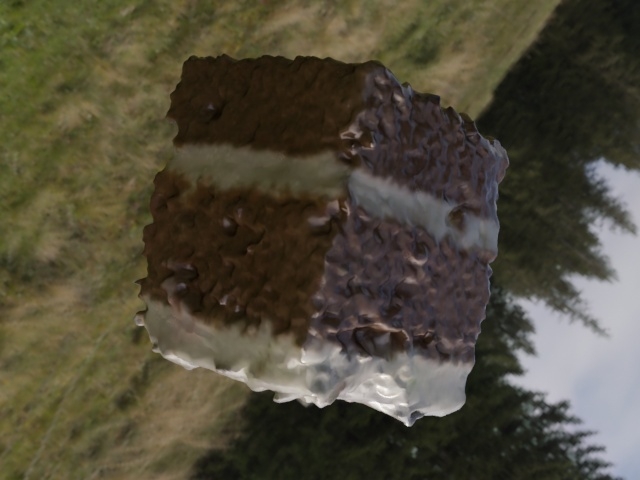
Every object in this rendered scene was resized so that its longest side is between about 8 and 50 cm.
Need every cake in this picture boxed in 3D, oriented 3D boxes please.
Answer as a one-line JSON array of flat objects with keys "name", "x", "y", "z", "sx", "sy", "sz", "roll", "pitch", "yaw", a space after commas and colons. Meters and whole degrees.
[{"name": "cake", "x": 0.000, "y": 0.000, "z": 0.434, "sx": 0.135, "sy": 0.134, "sz": 0.147, "roll": 16, "pitch": 88, "yaw": -48}]
